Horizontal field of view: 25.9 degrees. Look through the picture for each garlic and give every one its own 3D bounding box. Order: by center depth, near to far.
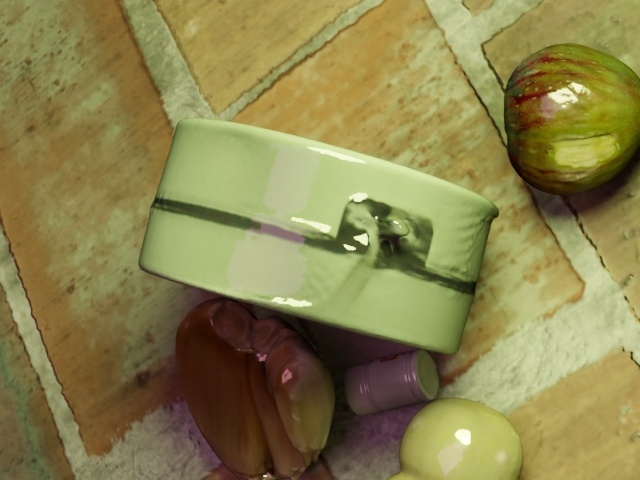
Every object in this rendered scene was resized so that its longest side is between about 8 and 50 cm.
[{"bbox_3d":[-0.066,0.162,1.512,0.217,0.110,0.228,32,135,32],"label":"garlic"}]

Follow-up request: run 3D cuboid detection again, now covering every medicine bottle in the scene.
[{"bbox_3d":[0.076,0.150,1.474,0.089,0.057,0.057,-17,74,27],"label":"medicine bottle"}]

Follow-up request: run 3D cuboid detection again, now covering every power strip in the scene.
[{"bbox_3d":[0.000,0.000,1.370,0.357,0.357,0.161,15,88,31],"label":"power strip"}]

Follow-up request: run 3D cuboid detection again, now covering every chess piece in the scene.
[{"bbox_3d":[0.105,0.303,1.391,0.167,0.167,0.300,19,85,31],"label":"chess piece"}]

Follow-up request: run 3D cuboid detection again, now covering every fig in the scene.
[{"bbox_3d":[0.300,-0.112,1.350,0.245,0.149,0.149,6,85,19],"label":"fig"}]
